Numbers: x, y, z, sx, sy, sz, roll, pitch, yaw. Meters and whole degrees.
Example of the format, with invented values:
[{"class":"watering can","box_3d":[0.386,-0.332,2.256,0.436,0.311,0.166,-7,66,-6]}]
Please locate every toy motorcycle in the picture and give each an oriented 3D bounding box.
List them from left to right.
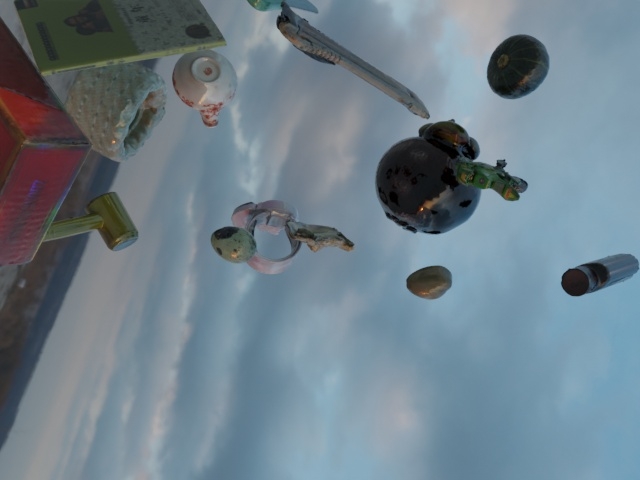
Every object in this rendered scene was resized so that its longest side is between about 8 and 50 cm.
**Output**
[{"class":"toy motorcycle","box_3d":[0.402,-0.154,1.405,0.106,0.190,0.074,-36,146,-49]}]

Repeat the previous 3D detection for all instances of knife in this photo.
[{"class":"knife","box_3d":[-0.078,-0.505,1.219,0.034,0.063,0.260,-34,179,31]},{"class":"knife","box_3d":[0.063,-0.288,0.993,0.043,0.365,0.089,-36,-131,36]}]

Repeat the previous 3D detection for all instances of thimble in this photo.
[{"class":"thimble","box_3d":[-0.595,-0.397,1.715,0.291,0.195,0.291,-60,-177,5]}]

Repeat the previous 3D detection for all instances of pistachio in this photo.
[{"class":"pistachio","box_3d":[0.347,0.135,1.861,0.113,0.149,0.113,180,-90,-83]}]

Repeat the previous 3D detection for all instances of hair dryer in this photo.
[{"class":"hair dryer","box_3d":[-0.584,-0.026,1.431,0.090,0.135,0.278,-33,174,32]}]

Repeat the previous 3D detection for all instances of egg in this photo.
[{"class":"egg","box_3d":[-0.202,0.008,1.356,0.085,0.110,0.085,-63,180,-1]}]

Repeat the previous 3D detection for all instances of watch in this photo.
[{"class":"watch","box_3d":[-0.190,-0.005,1.994,0.196,0.244,0.231,119,-23,-64]}]

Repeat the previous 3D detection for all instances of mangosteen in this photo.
[{"class":"mangosteen","box_3d":[0.313,-0.187,1.637,0.347,0.307,0.307,-61,-158,0]}]

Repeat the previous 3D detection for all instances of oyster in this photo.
[{"class":"oyster","box_3d":[0.000,0.000,1.591,0.163,0.191,0.081,-25,127,-76]}]

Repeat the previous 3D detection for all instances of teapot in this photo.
[{"class":"teapot","box_3d":[-0.291,-0.416,1.463,0.116,0.159,0.246,100,-15,-75]}]

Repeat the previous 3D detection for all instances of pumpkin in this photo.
[{"class":"pumpkin","box_3d":[0.516,-0.454,1.524,0.167,0.125,0.167,-173,-90,-70]}]

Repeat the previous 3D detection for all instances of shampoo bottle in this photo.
[{"class":"shampoo bottle","box_3d":[0.749,0.092,1.576,0.129,0.323,0.084,-27,-104,44]}]

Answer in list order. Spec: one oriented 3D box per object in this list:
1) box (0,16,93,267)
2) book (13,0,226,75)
[{"class":"box","box_3d":[-0.409,-0.145,0.668,0.313,0.089,0.197,50,-62,17]},{"class":"book","box_3d":[-0.383,-0.418,1.129,0.239,0.352,0.035,57,-28,31]}]
